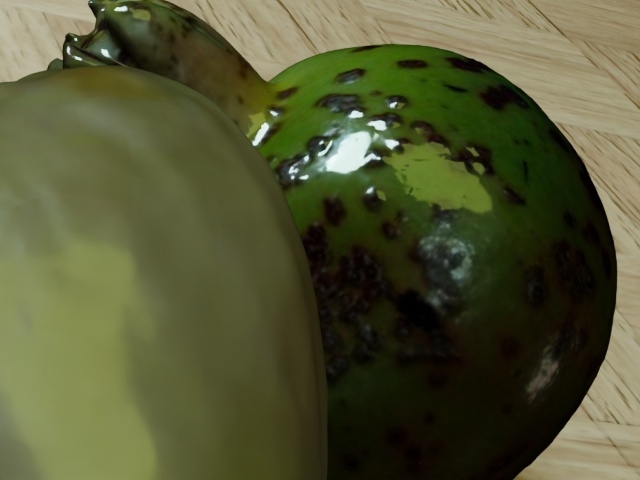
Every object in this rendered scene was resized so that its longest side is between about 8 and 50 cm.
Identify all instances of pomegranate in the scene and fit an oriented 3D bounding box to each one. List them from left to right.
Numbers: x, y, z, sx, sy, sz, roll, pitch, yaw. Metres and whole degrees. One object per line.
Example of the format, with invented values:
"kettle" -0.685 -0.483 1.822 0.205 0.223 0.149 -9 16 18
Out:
"pomegranate" 0.000 0.000 0.733 0.248 0.202 0.202 39 19 -16

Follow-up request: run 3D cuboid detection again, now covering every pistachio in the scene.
"pistachio" -0.073 0.073 0.553 0.197 0.166 0.288 36 38 -49
